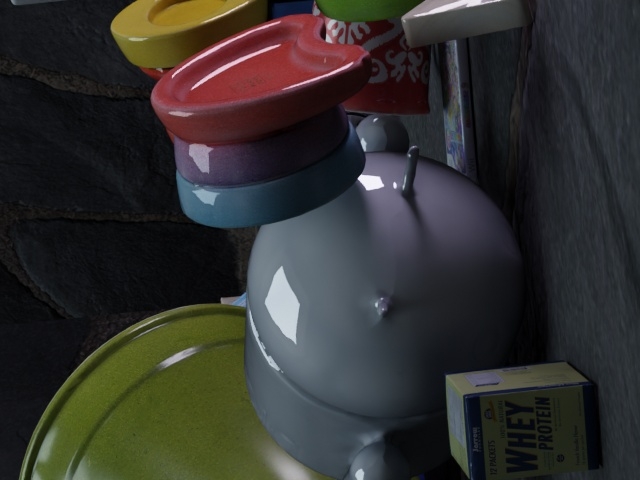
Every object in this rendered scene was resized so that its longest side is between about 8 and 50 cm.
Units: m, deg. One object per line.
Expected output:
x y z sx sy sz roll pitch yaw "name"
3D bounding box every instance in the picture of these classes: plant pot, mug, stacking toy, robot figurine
-0.045 0.286 1.810 0.353 0.366 0.366 29 128 55 "plant pot"
0.043 -0.198 1.635 0.150 0.113 0.169 -89 4 -79 "mug"
0.008 -0.110 1.406 0.309 0.279 0.130 -115 8 -65 "stacking toy"
0.043 0.061 1.463 0.353 0.199 0.300 97 171 -67 "robot figurine"

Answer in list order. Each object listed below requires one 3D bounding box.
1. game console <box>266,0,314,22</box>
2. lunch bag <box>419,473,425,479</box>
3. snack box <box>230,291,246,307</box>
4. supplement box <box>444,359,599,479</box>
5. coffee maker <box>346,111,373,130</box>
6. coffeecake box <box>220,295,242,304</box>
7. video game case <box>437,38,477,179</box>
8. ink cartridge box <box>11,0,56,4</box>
0.014 -0.209 1.794 0.124 0.144 0.085 107 156 -75 "game console"
0.071 0.377 2.001 0.221 0.138 0.293 -98 16 -48 "lunch bag"
-0.121 0.208 2.005 0.060 0.322 0.187 21 143 51 "snack box"
0.127 0.115 1.253 0.083 0.083 0.056 -127 32 -81 "supplement box"
-0.009 -0.035 2.083 0.120 0.171 0.178 54 -152 -67 "coffee maker"
-0.013 0.122 2.195 0.142 0.185 0.068 -104 9 -54 "coffeecake box"
0.110 -0.113 1.585 0.087 0.011 0.122 -138 42 -82 "video game case"
-0.147 -0.415 2.022 0.160 0.384 0.279 -110 15 -58 "ink cartridge box"
